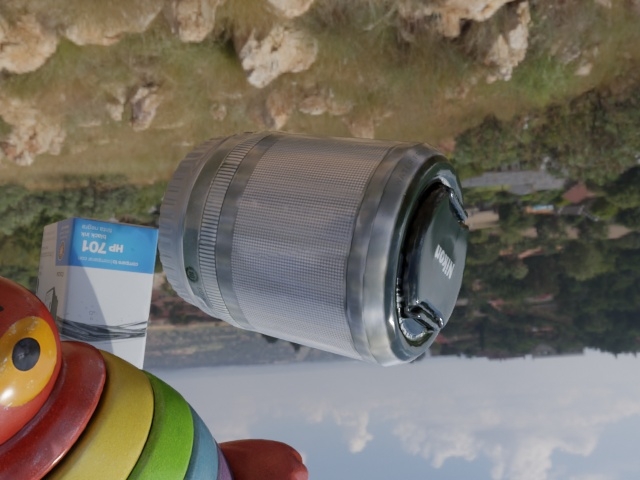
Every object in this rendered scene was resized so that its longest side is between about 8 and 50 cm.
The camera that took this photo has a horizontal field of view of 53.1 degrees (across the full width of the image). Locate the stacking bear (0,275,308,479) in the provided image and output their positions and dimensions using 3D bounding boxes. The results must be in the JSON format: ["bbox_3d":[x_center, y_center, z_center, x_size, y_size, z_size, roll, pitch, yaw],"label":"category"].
[{"bbox_3d":[-0.162,0.136,0.411,0.164,0.175,0.289,-10,129,33],"label":"stacking bear"}]

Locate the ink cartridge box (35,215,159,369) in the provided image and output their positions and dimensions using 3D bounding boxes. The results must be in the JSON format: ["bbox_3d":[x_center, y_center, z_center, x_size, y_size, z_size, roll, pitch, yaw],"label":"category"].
[{"bbox_3d":[-0.222,0.080,0.611,0.082,0.190,0.140,11,171,-33],"label":"ink cartridge box"}]

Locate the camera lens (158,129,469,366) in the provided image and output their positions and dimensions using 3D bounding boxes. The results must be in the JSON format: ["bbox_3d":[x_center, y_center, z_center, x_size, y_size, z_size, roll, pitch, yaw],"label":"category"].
[{"bbox_3d":[0.000,0.000,0.670,0.274,0.219,0.219,10,176,28],"label":"camera lens"}]
